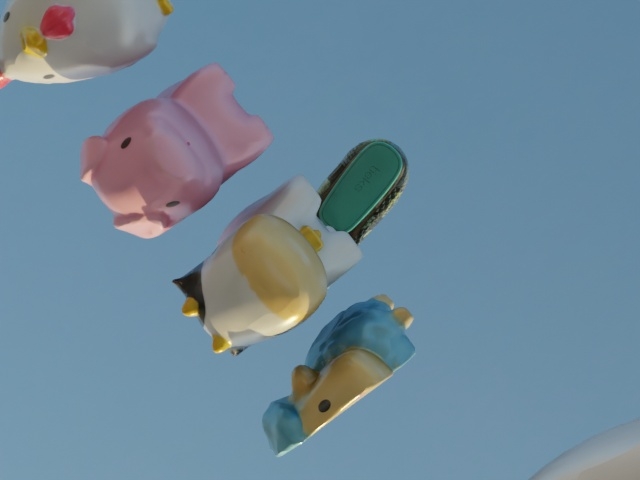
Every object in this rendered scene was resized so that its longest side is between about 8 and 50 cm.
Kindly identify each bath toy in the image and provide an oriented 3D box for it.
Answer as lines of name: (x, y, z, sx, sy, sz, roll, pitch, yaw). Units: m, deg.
bath toy: (-0.086, -0.037, 1.255, 0.129, 0.151, 0.348, -37, -87, -3)

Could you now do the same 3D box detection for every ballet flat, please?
ballet flat: (0.000, 0.000, 1.565, 0.188, 0.070, 0.070, -43, -103, -5)

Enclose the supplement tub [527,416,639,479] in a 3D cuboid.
supplement tub: (0.204, 0.178, 0.875, 0.235, 0.325, 0.235, 0, -89, 22)
